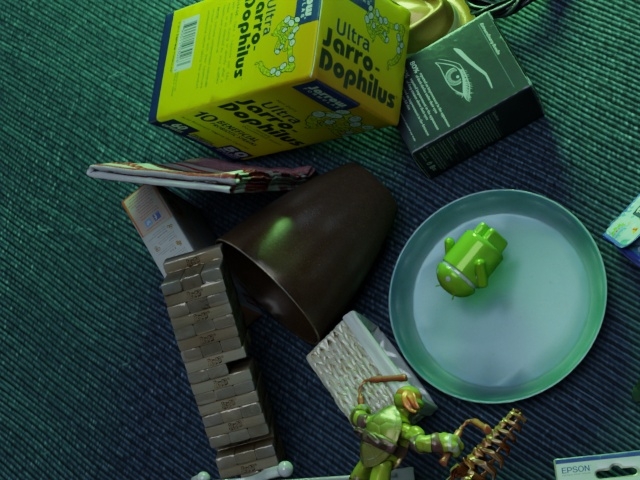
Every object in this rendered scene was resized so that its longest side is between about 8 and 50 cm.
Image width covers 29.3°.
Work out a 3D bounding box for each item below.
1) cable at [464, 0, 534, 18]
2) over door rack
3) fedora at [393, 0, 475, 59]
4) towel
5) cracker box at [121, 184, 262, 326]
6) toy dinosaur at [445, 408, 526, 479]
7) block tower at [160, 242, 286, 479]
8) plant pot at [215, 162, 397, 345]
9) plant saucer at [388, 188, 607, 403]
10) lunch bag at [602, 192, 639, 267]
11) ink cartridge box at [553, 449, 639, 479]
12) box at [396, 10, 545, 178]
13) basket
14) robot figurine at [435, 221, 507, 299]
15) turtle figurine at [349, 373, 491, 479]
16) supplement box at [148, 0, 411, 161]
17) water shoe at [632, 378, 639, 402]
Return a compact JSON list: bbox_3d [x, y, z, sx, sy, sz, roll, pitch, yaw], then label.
[{"bbox_3d":[0.290,-0.423,1.907,0.150,0.047,0.184,40,81,25],"label":"cable"},{"bbox_3d":[-0.006,0.420,1.633,0.324,0.108,0.239,1,69,-14],"label":"over door rack"},{"bbox_3d":[0.145,-0.349,1.934,0.194,0.079,0.194,-7,70,19],"label":"fedora"},{"bbox_3d":[-0.168,-0.101,1.835,0.237,0.329,0.037,6,96,19],"label":"towel"},{"bbox_3d":[-0.199,0.029,1.897,0.067,0.155,0.232,-38,63,8],"label":"cracker box"},{"bbox_3d":[0.201,0.378,1.543,0.164,0.218,0.322,-103,32,-55],"label":"toy dinosaur"},{"bbox_3d":[-0.139,0.181,1.752,0.091,0.097,0.335,-15,102,4],"label":"block tower"},{"bbox_3d":[0.000,0.000,1.821,0.215,0.215,0.230,38,74,27],"label":"plant pot"},{"bbox_3d":[0.255,0.081,1.766,0.317,0.044,0.318,-6,71,19],"label":"plant saucer"},{"bbox_3d":[0.481,-0.012,1.685,0.129,0.096,0.151,-48,48,3],"label":"lunch bag"},{"bbox_3d":[0.396,0.433,1.548,0.165,0.065,0.333,-8,57,12],"label":"ink cartridge box"},{"bbox_3d":[0.209,-0.218,1.847,0.207,0.108,0.153,-28,64,10],"label":"box"},{"bbox_3d":[0.071,0.202,1.758,0.103,0.113,0.167,-41,63,7],"label":"basket"},{"bbox_3d":[0.212,0.032,1.738,0.115,0.067,0.101,-50,35,0],"label":"robot figurine"},{"bbox_3d":[0.089,0.274,1.568,0.269,0.087,0.217,13,75,53],"label":"turtle figurine"},{"bbox_3d":[-0.066,-0.263,1.858,0.356,0.194,0.195,-9,67,43],"label":"supplement box"},{"bbox_3d":[0.498,0.250,1.610,0.080,0.073,0.203,-53,58,26],"label":"water shoe"}]
